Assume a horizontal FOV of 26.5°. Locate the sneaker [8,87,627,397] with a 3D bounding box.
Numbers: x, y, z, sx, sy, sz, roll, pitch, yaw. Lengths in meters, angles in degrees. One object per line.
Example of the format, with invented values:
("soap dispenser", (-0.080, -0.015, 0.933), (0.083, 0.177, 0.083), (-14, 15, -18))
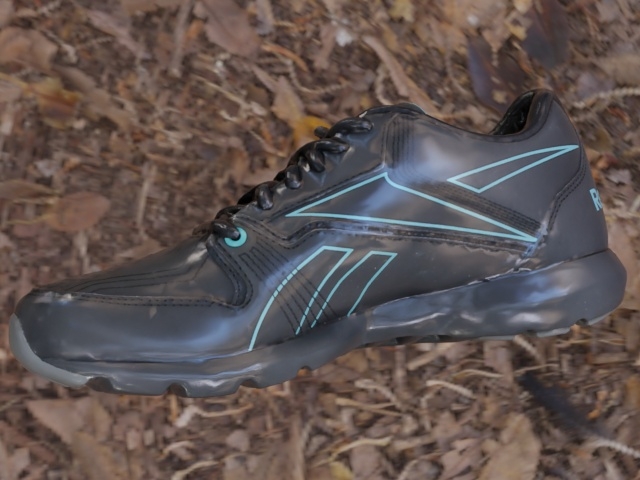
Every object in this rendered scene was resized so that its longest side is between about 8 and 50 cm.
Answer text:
("sneaker", (0.000, 0.000, 0.569), (0.267, 0.101, 0.106), (-10, 96, -23))
